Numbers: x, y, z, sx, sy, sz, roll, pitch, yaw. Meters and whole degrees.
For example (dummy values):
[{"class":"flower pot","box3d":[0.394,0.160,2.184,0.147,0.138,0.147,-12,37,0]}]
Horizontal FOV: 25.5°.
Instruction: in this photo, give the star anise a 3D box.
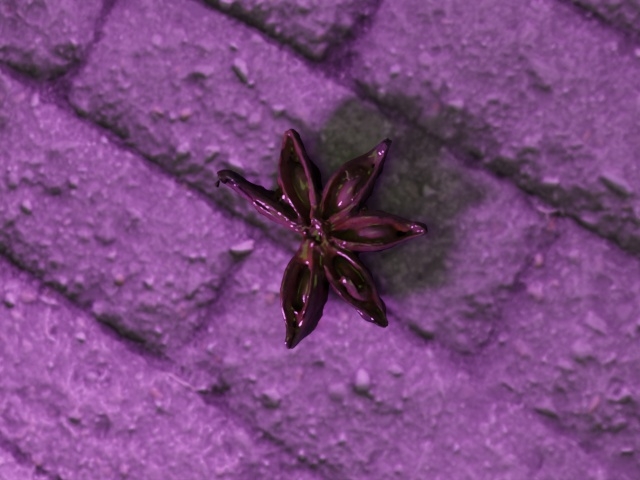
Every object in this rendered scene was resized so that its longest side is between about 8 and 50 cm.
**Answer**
[{"class":"star anise","box3d":[0.014,-0.010,1.320,0.171,0.063,0.208,-27,78,11]}]
